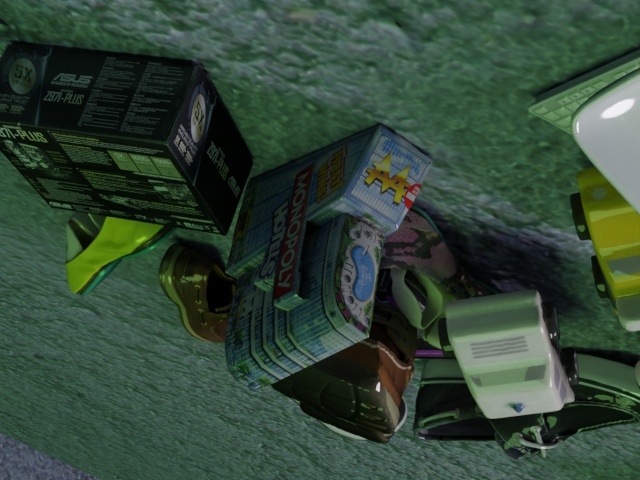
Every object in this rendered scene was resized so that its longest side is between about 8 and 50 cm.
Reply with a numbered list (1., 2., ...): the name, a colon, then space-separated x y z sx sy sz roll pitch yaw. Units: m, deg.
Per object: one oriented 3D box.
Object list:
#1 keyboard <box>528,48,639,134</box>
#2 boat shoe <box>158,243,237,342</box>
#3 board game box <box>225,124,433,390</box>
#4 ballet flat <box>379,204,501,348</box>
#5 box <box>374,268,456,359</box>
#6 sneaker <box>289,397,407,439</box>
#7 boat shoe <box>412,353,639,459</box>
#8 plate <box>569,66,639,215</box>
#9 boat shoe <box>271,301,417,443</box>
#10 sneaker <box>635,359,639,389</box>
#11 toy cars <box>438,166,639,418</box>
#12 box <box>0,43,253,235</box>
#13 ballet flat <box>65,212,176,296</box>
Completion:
1. keyboard: 0.236 -0.104 0.688 0.072 0.014 0.256 29 155 -23
2. boat shoe: -0.120 0.067 1.259 0.060 0.064 0.178 11 153 22
3. board game box: 0.000 0.000 0.921 0.060 0.194 0.194 31 139 -26
4. ballet flat: 0.109 0.050 1.034 0.077 0.079 0.221 12 159 43
5. box: 0.071 0.079 1.190 0.116 0.029 0.162 -4 149 41
6. sneaker: 0.017 0.170 1.358 0.234 0.084 0.097 28 154 -21
7. boat shoe: 0.222 0.183 1.213 0.301 0.102 0.108 -4 148 42
8. plate: 0.309 -0.055 0.575 0.278 0.045 0.277 -32 124 27
9. boat shoe: 0.032 0.109 1.068 0.122 0.120 0.324 22 168 6
10. sneaker: 0.307 0.160 0.961 0.158 0.061 0.065 46 146 -12
11. toy cars: 0.206 0.070 0.910 0.176 0.087 0.394 11 147 -17
12. box: -0.167 -0.082 0.947 0.180 0.078 0.147 9 155 21
13. ballet flat: -0.221 -0.007 1.179 0.077 0.077 0.231 47 147 -10
